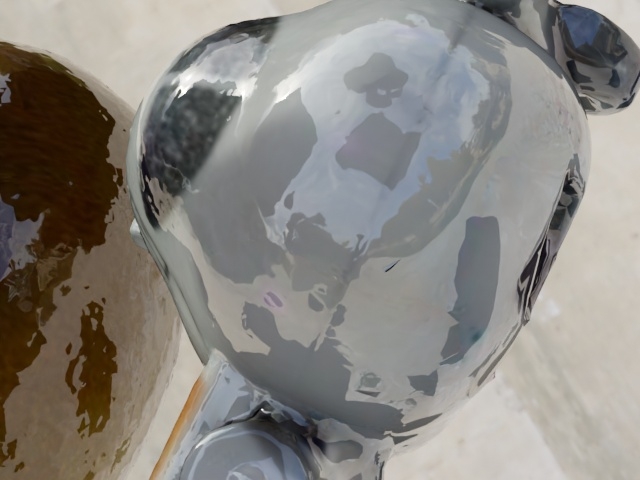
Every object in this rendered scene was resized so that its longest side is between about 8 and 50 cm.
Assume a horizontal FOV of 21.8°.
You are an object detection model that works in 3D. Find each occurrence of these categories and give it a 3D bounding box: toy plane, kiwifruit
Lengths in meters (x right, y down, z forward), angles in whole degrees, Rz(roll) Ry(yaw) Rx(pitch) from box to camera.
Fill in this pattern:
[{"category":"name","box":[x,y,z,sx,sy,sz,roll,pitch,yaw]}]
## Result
[{"category":"toy plane","box":[0.000,0.000,0.433,0.117,0.244,0.244,27,56,2]},{"category":"kiwifruit","box":[-0.149,0.022,0.668,0.196,0.196,0.234,-7,40,32]}]
